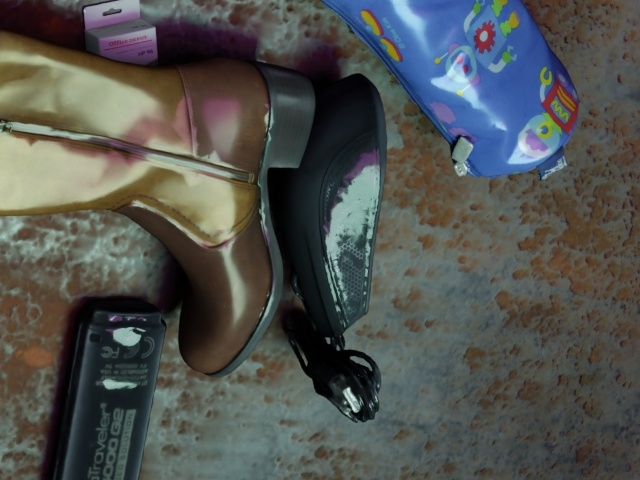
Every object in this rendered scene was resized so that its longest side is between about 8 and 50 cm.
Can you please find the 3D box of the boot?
[{"bbox_3d":[-0.152,-0.018,1.353,0.280,0.096,0.264,1,117,-37],"label":"boot"}]

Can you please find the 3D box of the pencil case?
[{"bbox_3d":[0.091,-0.171,1.443,0.306,0.119,0.133,48,68,-36],"label":"pencil case"}]

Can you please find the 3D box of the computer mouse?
[{"bbox_3d":[0.000,0.000,1.459,0.072,0.188,0.272,0,103,-15],"label":"computer mouse"}]

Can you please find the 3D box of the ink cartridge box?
[{"bbox_3d":[-0.150,-0.138,1.371,0.048,0.028,0.083,-16,119,-26],"label":"ink cartridge box"}]

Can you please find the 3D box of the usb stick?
[{"bbox_3d":[-0.184,0.181,1.493,0.077,0.045,0.278,3,111,-25],"label":"usb stick"}]
